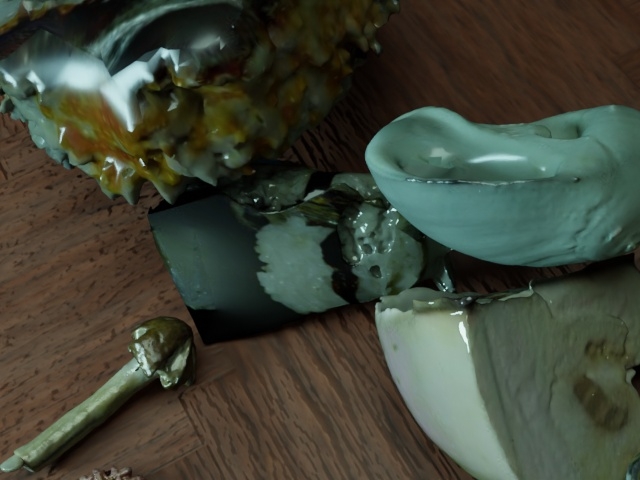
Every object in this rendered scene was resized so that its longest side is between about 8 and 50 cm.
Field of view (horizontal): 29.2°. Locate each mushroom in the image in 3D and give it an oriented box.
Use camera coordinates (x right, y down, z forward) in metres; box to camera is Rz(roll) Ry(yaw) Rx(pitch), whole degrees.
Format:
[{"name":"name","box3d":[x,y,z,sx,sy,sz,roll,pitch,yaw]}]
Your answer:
[{"name":"mushroom","box3d":[0.140,0.112,0.929,0.236,0.173,0.162,-10,3,-42]},{"name":"mushroom","box3d":[-0.175,0.134,0.997,0.187,0.060,0.061,-41,67,-11]}]

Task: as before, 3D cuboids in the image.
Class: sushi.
[{"name":"sushi","box3d":[0.006,-0.017,1.036,0.272,0.134,0.109,-12,28,9]},{"name":"sushi","box3d":[-0.115,-0.213,1.093,0.417,0.176,0.417,-14,35,10]}]

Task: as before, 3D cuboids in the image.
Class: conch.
[{"name":"conch","box3d":[0.143,-0.041,0.896,0.221,0.185,0.121,1,90,17]}]

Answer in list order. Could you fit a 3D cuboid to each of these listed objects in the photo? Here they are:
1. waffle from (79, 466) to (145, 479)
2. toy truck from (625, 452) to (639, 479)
[{"name":"waffle","box3d":[-0.166,0.217,0.954,0.075,0.029,0.083,-2,59,9]},{"name":"toy truck","box3d":[0.312,0.236,0.804,0.272,0.124,0.157,2,57,11]}]
